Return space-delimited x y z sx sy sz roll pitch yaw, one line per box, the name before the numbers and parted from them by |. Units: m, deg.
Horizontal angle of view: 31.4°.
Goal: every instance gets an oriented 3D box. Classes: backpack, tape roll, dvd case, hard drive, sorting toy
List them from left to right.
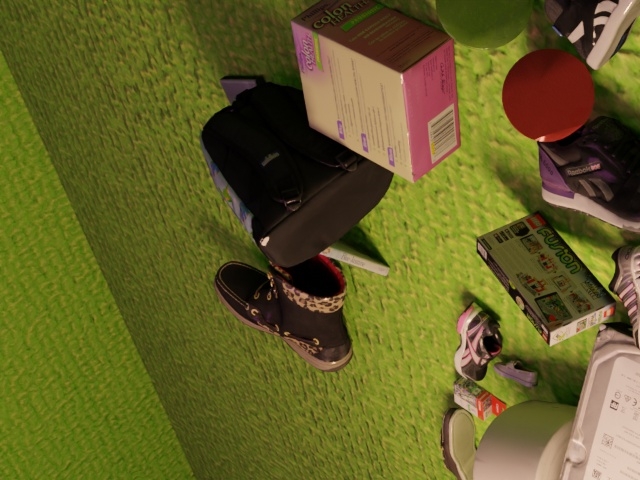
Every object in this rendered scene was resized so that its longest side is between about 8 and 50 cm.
hard drive | -0.139 -0.278 2.234 0.135 0.022 0.094 12 134 54
backpack | -0.065 -0.133 2.020 0.355 0.290 0.273 45 169 31
dvd case | 0.000 0.000 2.179 0.180 0.022 0.253 31 -172 38
sorting toy | 0.230 -0.295 1.538 0.366 0.127 0.126 56 -176 0
tape roll | 0.405 0.403 1.933 0.169 0.246 0.246 -1 122 61
hard drive | 0.482 0.318 1.698 0.237 0.064 0.339 26 110 46

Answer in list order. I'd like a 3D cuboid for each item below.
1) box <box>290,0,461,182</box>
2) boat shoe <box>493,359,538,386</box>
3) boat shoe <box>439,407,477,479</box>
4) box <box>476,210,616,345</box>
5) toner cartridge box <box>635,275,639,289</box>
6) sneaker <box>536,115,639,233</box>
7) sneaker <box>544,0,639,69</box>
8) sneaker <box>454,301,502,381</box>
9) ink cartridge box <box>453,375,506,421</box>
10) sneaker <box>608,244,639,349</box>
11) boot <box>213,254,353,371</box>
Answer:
box | 0.089 -0.245 1.783 0.243 0.117 0.214 31 148 36
boat shoe | 0.353 0.232 2.054 0.100 0.035 0.035 24 115 52
boat shoe | 0.279 0.421 2.358 0.068 0.081 0.228 24 145 39
box | 0.332 0.052 1.689 0.036 0.114 0.207 82 161 -49
toner cartridge box | 0.575 0.087 1.436 0.165 0.075 0.348 59 154 -10
sneaker | 0.389 -0.095 1.491 0.283 0.107 0.124 17 132 51
sneaker | 0.326 -0.303 1.349 0.121 0.079 0.217 45 155 13
sneaker | 0.292 0.199 2.066 0.077 0.072 0.178 31 148 35
ink cartridge box | 0.312 0.318 2.231 0.115 0.029 0.063 33 148 37
sneaker | 0.455 0.079 1.635 0.074 0.063 0.170 20 127 57
boot | -0.084 0.105 2.498 0.377 0.138 0.284 37 152 23
